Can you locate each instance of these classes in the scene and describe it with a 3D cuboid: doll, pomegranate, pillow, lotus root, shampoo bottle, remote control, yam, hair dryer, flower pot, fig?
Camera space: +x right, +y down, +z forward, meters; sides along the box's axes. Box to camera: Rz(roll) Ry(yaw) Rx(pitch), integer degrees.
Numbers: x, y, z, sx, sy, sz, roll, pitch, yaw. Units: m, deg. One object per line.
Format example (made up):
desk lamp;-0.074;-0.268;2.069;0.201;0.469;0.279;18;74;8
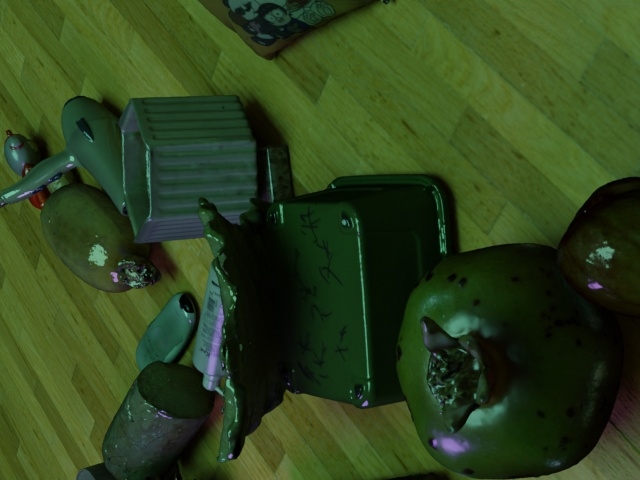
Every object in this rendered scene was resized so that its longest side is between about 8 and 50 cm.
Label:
doll;-0.646;-0.154;2.314;0.245;0.076;0.142;60;166;23
pomegranate;0.194;0.155;1.215;0.291;0.323;0.290;20;119;41
pillow;-0.094;-0.407;1.496;0.312;0.119;0.310;44;150;-24
lotus root;-0.435;0.006;2.053;0.343;0.151;0.169;37;124;39
shampoo bottle;-0.173;0.154;1.832;0.085;0.085;0.262;39;127;38
remote control;-0.307;0.191;2.031;0.097;0.045;0.256;56;133;24
yam;-0.312;0.346;1.985;0.161;0.161;0.268;56;136;25
hair dryer;-0.459;-0.113;2.007;0.296;0.119;0.298;32;79;30
lotus root;-0.557;-0.122;2.238;0.152;0.063;0.072;54;144;22
flower pot;-0.218;-0.117;1.702;0.209;0.190;0.239;-151;60;-65
fig;0.390;0.037;1.104;0.274;0.170;0.145;34;121;17

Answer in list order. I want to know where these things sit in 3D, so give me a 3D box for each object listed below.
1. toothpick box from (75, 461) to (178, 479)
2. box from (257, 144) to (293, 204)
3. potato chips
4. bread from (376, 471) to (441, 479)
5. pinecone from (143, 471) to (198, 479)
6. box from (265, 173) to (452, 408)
toothpick box;-0.386;0.487;2.090;0.111;0.181;0.111;12;106;48
box;-0.081;-0.106;1.692;0.062;0.045;0.098;3;102;50
potato chips;-0.108;0.129;1.544;0.097;0.373;0.389;-1;92;15
bread;0.052;0.467;1.621;0.416;0.113;0.165;-24;79;51
pinecone;-0.285;0.558;1.954;0.264;0.264;0.264;15;110;47
box;0.053;0.077;1.474;0.253;0.178;0.328;1;100;48
